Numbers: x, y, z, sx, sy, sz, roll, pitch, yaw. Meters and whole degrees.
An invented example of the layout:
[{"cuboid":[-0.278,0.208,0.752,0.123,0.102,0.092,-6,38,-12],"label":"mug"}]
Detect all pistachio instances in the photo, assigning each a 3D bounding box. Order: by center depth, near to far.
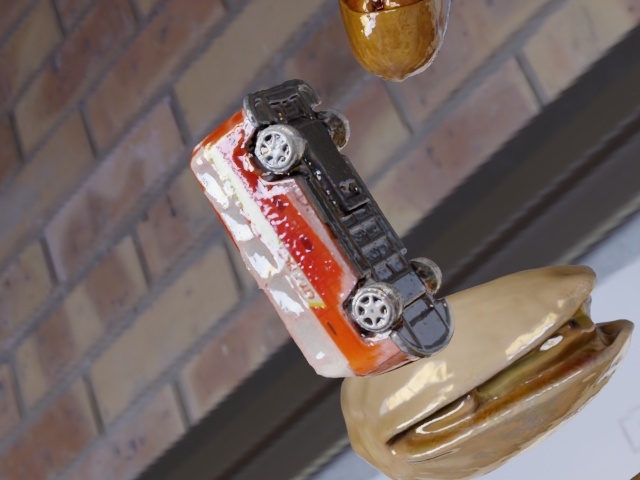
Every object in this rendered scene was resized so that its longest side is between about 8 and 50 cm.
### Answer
[{"cuboid":[0.110,0.094,1.049,0.223,0.126,0.152,-31,-175,25],"label":"pistachio"}]

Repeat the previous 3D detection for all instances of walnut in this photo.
[{"cuboid":[0.072,-0.248,1.413,0.115,0.207,0.116,4,160,1],"label":"walnut"}]

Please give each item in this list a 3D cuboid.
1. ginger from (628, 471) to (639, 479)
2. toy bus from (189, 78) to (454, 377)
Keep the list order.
[{"cuboid":[0.177,0.177,0.602,0.223,0.200,0.269,-4,112,22],"label":"ginger"},{"cuboid":[0.000,0.000,0.837,0.077,0.174,0.079,-32,178,28],"label":"toy bus"}]
